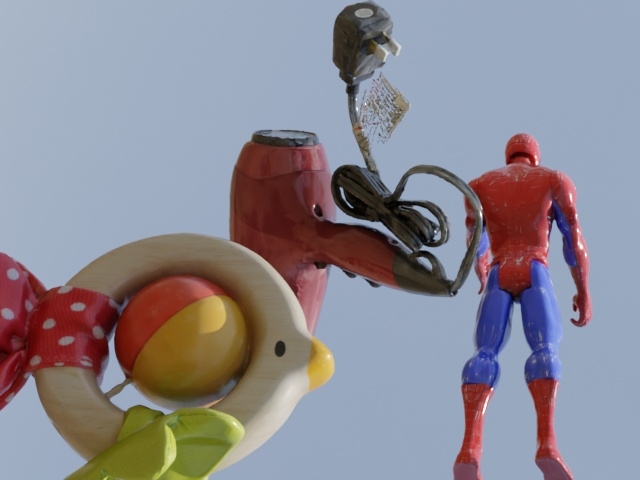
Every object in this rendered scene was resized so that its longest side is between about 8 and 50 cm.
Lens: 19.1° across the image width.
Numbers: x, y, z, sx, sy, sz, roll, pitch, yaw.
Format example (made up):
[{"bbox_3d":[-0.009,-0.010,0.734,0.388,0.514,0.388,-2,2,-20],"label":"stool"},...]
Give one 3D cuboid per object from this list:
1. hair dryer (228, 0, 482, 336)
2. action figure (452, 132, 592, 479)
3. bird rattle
[{"bbox_3d":[0.000,0.000,1.333,0.293,0.080,0.224,117,-36,-44],"label":"hair dryer"},{"bbox_3d":[0.142,0.059,1.334,0.139,0.091,0.280,68,24,-54],"label":"action figure"},{"bbox_3d":[-0.111,0.080,1.143,0.253,0.207,0.143,41,-24,38],"label":"bird rattle"}]
